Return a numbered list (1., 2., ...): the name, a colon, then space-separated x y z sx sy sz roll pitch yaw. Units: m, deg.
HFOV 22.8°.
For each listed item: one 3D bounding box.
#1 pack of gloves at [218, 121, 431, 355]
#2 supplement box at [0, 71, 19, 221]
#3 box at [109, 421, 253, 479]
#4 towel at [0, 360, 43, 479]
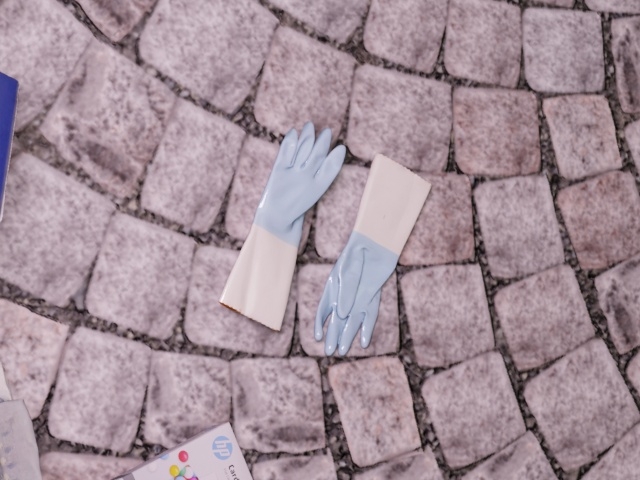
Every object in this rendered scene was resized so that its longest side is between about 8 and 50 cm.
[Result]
1. pack of gloves: 0.000 0.000 1.729 0.195 0.046 0.232 29 75 -30
2. supplement box: -0.470 -0.098 1.375 0.357 0.194 0.195 27 38 -27
3. box: -0.143 0.287 1.597 0.186 0.038 0.145 -24 93 -40
4. towel: -0.396 0.258 1.387 0.324 0.056 0.312 -15 55 -13
